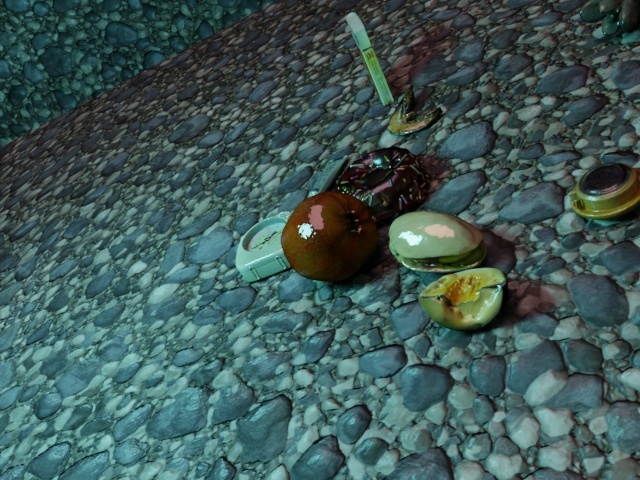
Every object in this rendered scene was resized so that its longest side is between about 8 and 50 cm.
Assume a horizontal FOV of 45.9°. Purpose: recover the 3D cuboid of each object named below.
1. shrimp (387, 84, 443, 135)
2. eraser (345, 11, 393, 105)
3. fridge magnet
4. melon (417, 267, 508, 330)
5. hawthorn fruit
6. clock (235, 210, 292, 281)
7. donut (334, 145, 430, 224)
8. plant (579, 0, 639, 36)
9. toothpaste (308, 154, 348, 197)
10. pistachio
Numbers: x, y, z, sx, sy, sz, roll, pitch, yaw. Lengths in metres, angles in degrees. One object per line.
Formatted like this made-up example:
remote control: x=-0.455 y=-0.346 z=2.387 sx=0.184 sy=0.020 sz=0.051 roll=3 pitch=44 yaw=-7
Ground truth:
shrimp: x=0.256 y=-0.344 z=1.972 sx=0.148 sy=0.035 sz=0.195 roll=-6 pitch=47 yaw=38
eraser: x=0.137 y=-0.508 z=2.114 sx=0.038 sy=0.230 sz=0.157 roll=-24 pitch=33 yaw=6
fridge magnet: x=0.527 y=-0.093 z=1.384 sx=0.143 sy=0.063 sz=0.143 roll=-25 pitch=31 yaw=16
melon: x=0.267 y=0.101 z=1.339 sx=0.160 sy=0.079 sz=0.128 roll=-14 pitch=18 yaw=27
hawthorn fruit: x=0.000 y=0.000 z=1.598 sx=0.225 sy=0.196 sz=0.196 roll=-25 pitch=29 yaw=41
clock: x=-0.119 y=0.006 z=1.791 sx=0.151 sy=0.062 sz=0.191 roll=-22 pitch=33 yaw=16
donut: x=0.135 y=-0.133 z=1.743 sx=0.235 sy=0.089 sz=0.235 roll=-23 pitch=31 yaw=15
plant: x=0.752 y=-0.599 z=1.804 sx=0.274 sy=0.149 sz=0.146 roll=-45 pitch=34 yaw=-15
toothpaste: x=0.012 y=-0.150 z=1.917 sx=0.062 sy=0.037 sz=0.216 roll=-9 pitch=35 yaw=32
pistachio: x=0.224 y=-0.004 z=1.467 sx=0.200 sy=0.117 sz=0.145 roll=0 pitch=39 yaw=38
